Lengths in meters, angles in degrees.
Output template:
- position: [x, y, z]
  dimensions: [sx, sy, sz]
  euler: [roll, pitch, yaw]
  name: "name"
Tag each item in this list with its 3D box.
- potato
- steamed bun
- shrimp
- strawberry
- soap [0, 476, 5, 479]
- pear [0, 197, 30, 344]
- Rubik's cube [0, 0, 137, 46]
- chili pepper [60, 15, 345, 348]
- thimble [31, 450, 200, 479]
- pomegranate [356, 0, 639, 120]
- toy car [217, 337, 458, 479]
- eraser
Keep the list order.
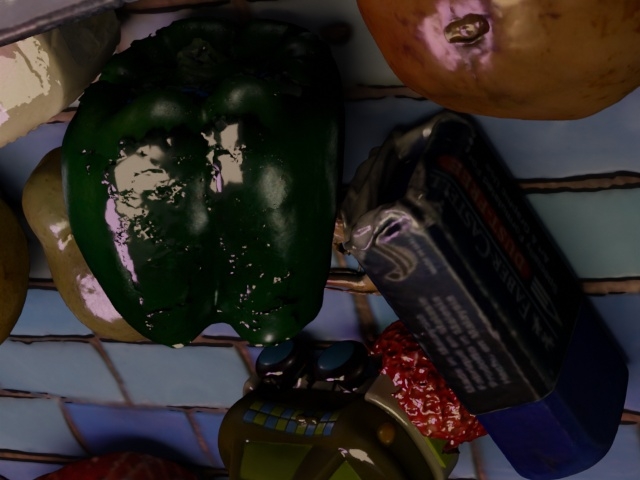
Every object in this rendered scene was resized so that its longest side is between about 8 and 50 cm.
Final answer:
- position: [-0.208, -0.002, 1.349]
  dimensions: [0.194, 0.157, 0.157]
  euler: [45, 134, -13]
  name: "potato"
- position: [-0.304, -0.171, 1.231]
  dimensions: [0.238, 0.170, 0.153]
  euler: [-17, 117, 33]
  name: "steamed bun"
- position: [0.000, -0.001, 1.331]
  dimensions: [0.178, 0.034, 0.124]
  euler: [20, 142, 6]
  name: "shrimp"
- position: [0.118, 0.125, 1.314]
  dimensions: [0.145, 0.145, 0.086]
  euler: [42, 121, -12]
  name: "strawberry"
- position: [-0.451, 0.391, 1.865]
  dimensions: [0.250, 0.099, 0.162]
  euler: [28, 129, 1]
  name: "soap"
- position: [-0.403, 0.030, 1.443]
  dimensions: [0.208, 0.209, 0.209]
  euler: [14, 134, 15]
  name: "pear"
- position: [-0.210, -0.321, 0.899]
  dimensions: [0.303, 0.301, 0.305]
  euler: [-17, 124, 13]
  name: "Rubik's cube"
- position: [-0.086, -0.048, 1.168]
  dimensions: [0.233, 0.248, 0.257]
  euler: [6, 125, 20]
  name: "chili pepper"
- position: [-0.244, 0.444, 1.665]
  dimensions: [0.350, 0.231, 0.350]
  euler: [1, 128, 1]
  name: "thimble"
- position: [0.145, -0.192, 0.955]
  dimensions: [0.248, 0.248, 0.248]
  euler: [14, 134, 15]
  name: "pomegranate"
- position: [-0.006, 0.233, 1.407]
  dimensions: [0.247, 0.198, 0.204]
  euler: [-1, 131, 45]
  name: "toy car"
- position: [0.149, 0.056, 1.215]
  dimensions: [0.101, 0.155, 0.332]
  euler: [-20, 118, 36]
  name: "eraser"
